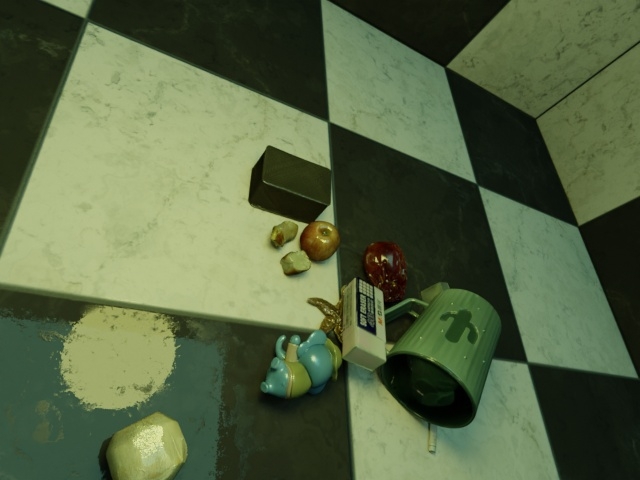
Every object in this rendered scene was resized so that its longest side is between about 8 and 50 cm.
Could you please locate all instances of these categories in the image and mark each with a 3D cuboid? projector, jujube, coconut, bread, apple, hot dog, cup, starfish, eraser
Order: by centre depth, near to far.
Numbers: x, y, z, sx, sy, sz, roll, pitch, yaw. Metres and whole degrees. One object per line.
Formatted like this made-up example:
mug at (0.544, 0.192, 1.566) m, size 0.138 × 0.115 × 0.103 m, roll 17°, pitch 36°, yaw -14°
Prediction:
coconut at (-0.374, 0.474, 0.927) m, size 0.160 × 0.161 × 0.162 m, roll -19°, pitch 77°, yaw -41°
eraser at (0.141, 0.264, 1.368) m, size 0.130 × 0.086 × 0.287 m, roll 29°, pitch 36°, yaw -20°
cup at (0.388, 0.349, 1.421) m, size 0.401 × 0.310 × 0.392 m, roll 47°, pitch 50°, yaw 1°
bread at (-0.083, 0.080, 1.425) m, size 0.083 × 0.070 × 0.077 m, roll -10°, pitch 69°, yaw -37°
starfish at (0.060, 0.256, 1.425) m, size 0.235 × 0.062 × 0.278 m, roll 21°, pitch 45°, yaw -22°
hot dog at (-0.136, -0.021, 1.455) m, size 0.169 × 0.061 × 0.078 m, roll -29°, pitch 114°, yaw -62°
apple at (0.000, 0.000, 1.492) m, size 0.146 × 0.131 × 0.147 m, roll 13°, pitch 59°, yaw -22°
jujube at (0.245, 0.120, 1.588) m, size 0.167 × 0.168 × 0.237 m, roll -4°, pitch 81°, yaw -37°
projector at (0.473, 0.253, 1.681) m, size 0.061 × 0.115 × 0.147 m, roll 6°, pitch 60°, yaw -31°

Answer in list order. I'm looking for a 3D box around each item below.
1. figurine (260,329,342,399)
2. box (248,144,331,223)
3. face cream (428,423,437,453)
figurine at (-0.050, 0.358, 1.226) m, size 0.261 × 0.153 × 0.180 m, roll 8°, pitch 66°, yaw -41°
box at (-0.106, -0.194, 1.528) m, size 0.273 × 0.143 × 0.184 m, roll 17°, pitch 55°, yaw -25°
face cream at (0.382, 0.659, 1.436) m, size 0.038 × 0.020 × 0.115 m, roll 31°, pitch 47°, yaw -15°
